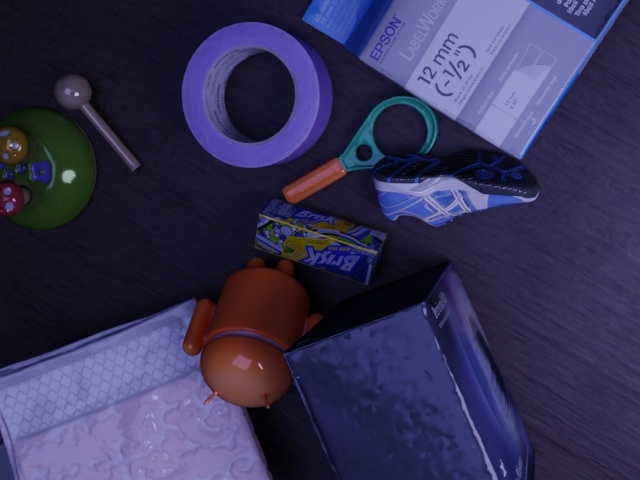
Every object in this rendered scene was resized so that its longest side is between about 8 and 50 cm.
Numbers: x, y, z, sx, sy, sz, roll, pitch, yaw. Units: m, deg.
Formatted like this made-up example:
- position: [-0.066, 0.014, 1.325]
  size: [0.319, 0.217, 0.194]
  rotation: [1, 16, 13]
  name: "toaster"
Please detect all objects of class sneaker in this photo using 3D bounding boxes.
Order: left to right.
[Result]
- position: [0.174, -0.065, 1.127]
  size: [0.211, 0.080, 0.081]
  rotation: [4, 128, 9]
  name: "sneaker"

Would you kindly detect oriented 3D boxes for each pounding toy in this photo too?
- position: [-0.406, -0.114, 1.233]
  size: [0.237, 0.110, 0.182]
  rotation: [-31, 89, 16]
  name: "pounding toy"

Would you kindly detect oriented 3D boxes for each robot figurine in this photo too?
- position: [-0.086, 0.124, 1.138]
  size: [0.158, 0.219, 0.128]
  rotation: [29, 137, -17]
  name: "robot figurine"

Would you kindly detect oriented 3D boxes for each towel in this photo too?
- position: [-0.259, 0.276, 1.186]
  size: [0.332, 0.053, 0.316]
  rotation: [-21, 85, 0]
  name: "towel"

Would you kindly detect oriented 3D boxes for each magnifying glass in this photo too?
- position: [0.051, -0.114, 1.167]
  size: [0.231, 0.026, 0.092]
  rotation: [-29, 94, 14]
  name: "magnifying glass"

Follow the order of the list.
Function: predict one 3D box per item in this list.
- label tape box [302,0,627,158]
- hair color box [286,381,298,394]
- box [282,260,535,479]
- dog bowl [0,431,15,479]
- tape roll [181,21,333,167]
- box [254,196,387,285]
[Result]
- position: [0.168, -0.295, 1.068]
  size: [0.348, 0.115, 0.249]
  rotation: [33, 104, 6]
  name: "label tape box"
- position: [-0.058, 0.181, 1.222]
  size: [0.141, 0.043, 0.071]
  rotation: [-13, 94, 16]
  name: "hair color box"
- position: [0.124, 0.204, 1.050]
  size: [0.183, 0.296, 0.293]
  rotation: [-24, 92, 16]
  name: "box"
- position: [-0.393, 0.398, 1.303]
  size: [0.349, 0.102, 0.348]
  rotation: [2, 98, 13]
  name: "dog bowl"
- position: [-0.083, -0.192, 1.160]
  size: [0.189, 0.080, 0.188]
  rotation: [2, 99, 14]
  name: "tape roll"
- position: [0.000, 0.000, 1.170]
  size: [0.169, 0.054, 0.059]
  rotation: [18, 126, 11]
  name: "box"
